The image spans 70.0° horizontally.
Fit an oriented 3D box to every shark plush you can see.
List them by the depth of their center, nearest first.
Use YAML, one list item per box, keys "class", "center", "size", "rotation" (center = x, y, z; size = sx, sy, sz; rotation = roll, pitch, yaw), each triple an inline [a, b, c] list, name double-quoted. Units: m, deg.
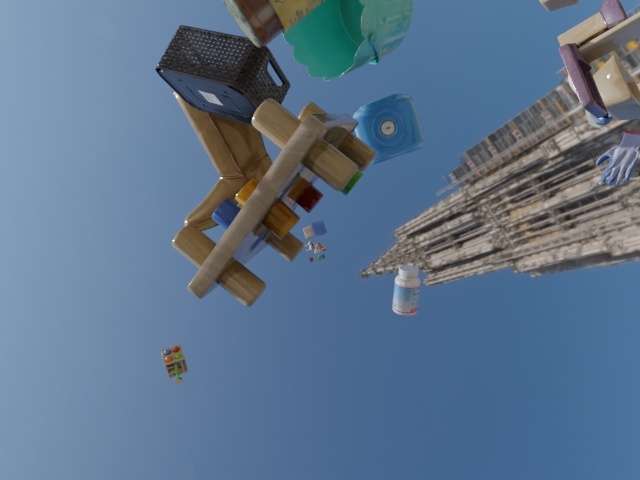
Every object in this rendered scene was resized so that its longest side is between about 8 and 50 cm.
- class: "shark plush"
  center: [0.956, -0.221, 1.502]
  size: [0.067, 0.161, 0.073]
  rotation: [5, -112, -32]

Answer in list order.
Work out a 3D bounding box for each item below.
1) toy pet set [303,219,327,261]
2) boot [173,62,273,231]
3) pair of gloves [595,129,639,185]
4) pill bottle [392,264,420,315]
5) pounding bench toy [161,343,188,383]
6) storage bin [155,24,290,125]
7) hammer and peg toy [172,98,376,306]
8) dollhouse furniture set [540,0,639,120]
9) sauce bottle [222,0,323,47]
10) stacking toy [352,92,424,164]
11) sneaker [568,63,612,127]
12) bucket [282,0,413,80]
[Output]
- class: "toy pet set"
  center: [0.000, 0.000, 1.407]
  size: [0.065, 0.122, 0.114]
  rotation: [-20, -92, 19]
- class: "boot"
  center: [-0.215, -0.173, 0.903]
  size: [0.236, 0.089, 0.269]
  rotation: [-26, -83, -2]
- class: "pair of gloves"
  center: [0.803, -0.189, 1.136]
  size: [0.198, 0.159, 0.023]
  rotation: [23, -134, 27]
- class: "pill bottle"
  center: [0.296, 0.169, 1.564]
  size: [0.087, 0.087, 0.160]
  rotation: [-5, -70, -19]
- class: "pounding bench toy"
  center: [-0.381, 0.326, 1.201]
  size: [0.052, 0.065, 0.083]
  rotation: [-16, -137, -19]
- class: "storage bin"
  center: [-0.156, -0.262, 0.739]
  size: [0.180, 0.122, 0.084]
  rotation: [20, -100, 23]
- class: "hammer and peg toy"
  center: [-0.040, -0.066, 0.659]
  size: [0.127, 0.361, 0.266]
  rotation: [39, -71, 1]
- class: "dollhouse furniture set"
  center: [0.205, -0.130, 0.282]
  size: [0.114, 0.081, 0.091]
  rotation: [1, -110, -45]
- class: "sauce bottle"
  center: [0.032, -0.369, 0.515]
  size: [0.344, 0.111, 0.111]
  rotation: [-39, -90, 4]
- class: "stacking toy"
  center: [0.203, -0.336, 1.374]
  size: [0.175, 0.302, 0.165]
  rotation: [-18, -81, 12]
- class: "sneaker"
  center: [0.504, -0.274, 0.839]
  size: [0.052, 0.058, 0.135]
  rotation: [-27, -90, 20]
- class: "bucket"
  center: [0.054, -0.510, 1.011]
  size: [0.183, 0.281, 0.281]
  rotation: [-29, -93, -30]
